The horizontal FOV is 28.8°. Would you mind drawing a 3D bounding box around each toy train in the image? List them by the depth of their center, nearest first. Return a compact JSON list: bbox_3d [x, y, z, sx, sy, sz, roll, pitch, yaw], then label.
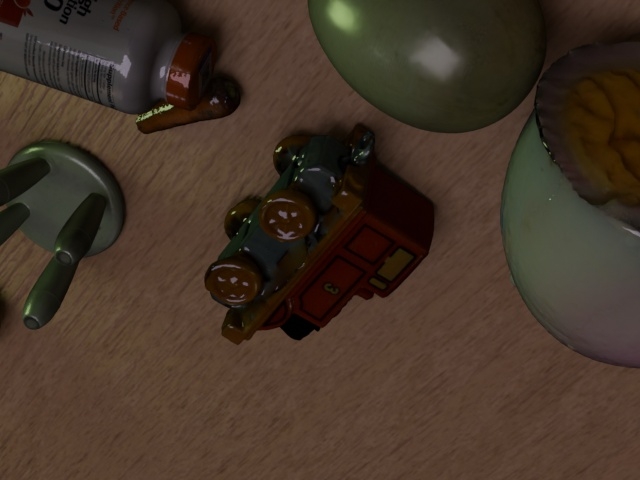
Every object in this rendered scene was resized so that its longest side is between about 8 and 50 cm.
[{"bbox_3d":[0.000,0.000,1.685,0.231,0.163,0.369,31,127,-12],"label":"toy train"}]

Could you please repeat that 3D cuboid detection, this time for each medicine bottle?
[{"bbox_3d":[-0.284,-0.258,1.616,0.288,0.157,0.157,19,126,7],"label":"medicine bottle"}]

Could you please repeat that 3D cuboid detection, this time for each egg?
[{"bbox_3d":[0.371,-0.002,1.436,0.354,0.354,0.340,19,139,8],"label":"egg"},{"bbox_3d":[0.117,-0.245,1.445,0.295,0.218,0.218,23,128,21],"label":"egg"}]

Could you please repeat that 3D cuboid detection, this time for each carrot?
[{"bbox_3d":[-0.181,-0.181,1.697,0.161,0.055,0.055,-11,117,32],"label":"carrot"}]

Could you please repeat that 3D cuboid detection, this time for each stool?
[{"bbox_3d":[-0.408,-0.013,1.796,0.195,0.199,0.195,32,128,-3],"label":"stool"}]
